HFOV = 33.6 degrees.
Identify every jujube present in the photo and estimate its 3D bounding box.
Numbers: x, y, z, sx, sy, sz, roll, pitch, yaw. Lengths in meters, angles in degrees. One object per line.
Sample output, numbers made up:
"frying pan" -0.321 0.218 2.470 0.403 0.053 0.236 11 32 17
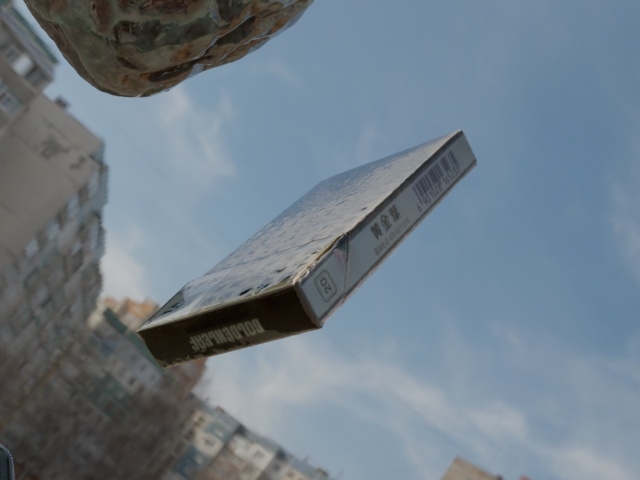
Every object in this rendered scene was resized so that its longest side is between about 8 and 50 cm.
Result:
"jujube" -0.147 -0.283 1.110 0.226 0.317 0.226 56 -12 19

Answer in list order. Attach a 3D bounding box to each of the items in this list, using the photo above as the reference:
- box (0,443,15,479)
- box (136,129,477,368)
"box" -0.331 0.235 0.813 0.090 0.201 0.144 104 -22 -46
"box" 0.001 0.000 0.943 0.180 0.325 0.047 -17 -75 37
